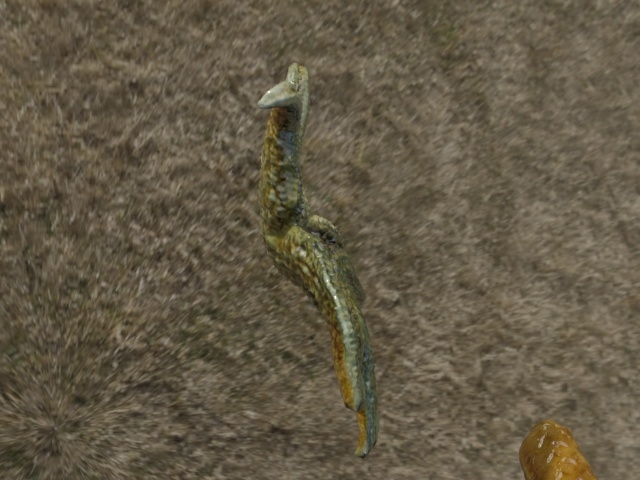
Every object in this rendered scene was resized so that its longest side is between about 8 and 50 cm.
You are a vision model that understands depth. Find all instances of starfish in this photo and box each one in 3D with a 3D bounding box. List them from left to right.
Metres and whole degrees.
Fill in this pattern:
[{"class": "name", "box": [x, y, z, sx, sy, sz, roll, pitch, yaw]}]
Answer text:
[{"class": "starfish", "box": [-0.002, 0.000, 0.568, 0.050, 0.217, 0.223, -14, 61, 13]}]

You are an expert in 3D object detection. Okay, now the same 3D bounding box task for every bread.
[{"class": "bread", "box": [0.175, 0.184, 0.759, 0.044, 0.157, 0.052, 12, 114, -12]}]
